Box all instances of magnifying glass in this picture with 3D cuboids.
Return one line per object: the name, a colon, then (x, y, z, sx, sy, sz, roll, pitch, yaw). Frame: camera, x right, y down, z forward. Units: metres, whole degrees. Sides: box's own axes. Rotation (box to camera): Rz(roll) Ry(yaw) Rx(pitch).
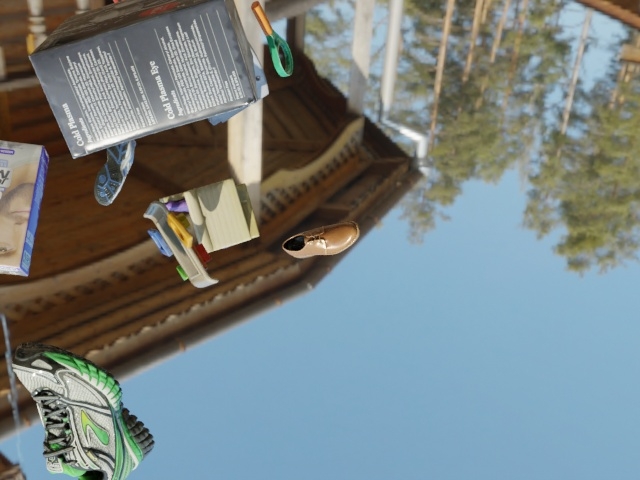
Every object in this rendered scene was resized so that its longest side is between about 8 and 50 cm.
magnifying glass: (-0.120, -0.511, 2.039, 0.026, 0.231, 0.092, -6, -125, 21)

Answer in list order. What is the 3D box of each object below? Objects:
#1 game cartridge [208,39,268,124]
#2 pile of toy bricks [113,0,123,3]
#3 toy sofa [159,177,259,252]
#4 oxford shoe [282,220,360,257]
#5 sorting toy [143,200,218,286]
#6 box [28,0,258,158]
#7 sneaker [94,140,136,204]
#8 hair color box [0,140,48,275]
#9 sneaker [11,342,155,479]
game cartridge: (-0.254, -0.422, 1.921, 0.196, 0.294, 0.060, -28, -131, 9)
pile of toy bricks: (-0.408, -0.550, 1.984, 0.212, 0.105, 0.118, 56, -161, 7)
toy sofa: (-0.257, -0.052, 1.934, 0.177, 0.150, 0.362, -16, -178, -1)
oxford shoe: (0.000, 0.000, 2.046, 0.212, 0.076, 0.076, -18, 164, 24)
sorting toy: (-0.270, 0.005, 1.593, 0.047, 0.196, 0.348, -37, -175, -18)
box: (-0.285, -0.315, 1.375, 0.312, 0.179, 0.343, -17, -155, 1)
sneaker: (-0.564, -0.196, 2.237, 0.080, 0.211, 0.081, 24, -174, 12)
hair color box: (-0.836, -0.088, 2.090, 0.185, 0.339, 0.110, 6, 166, -7)
sneaker: (-0.385, 0.291, 1.274, 0.134, 0.343, 0.146, 7, -133, 32)
